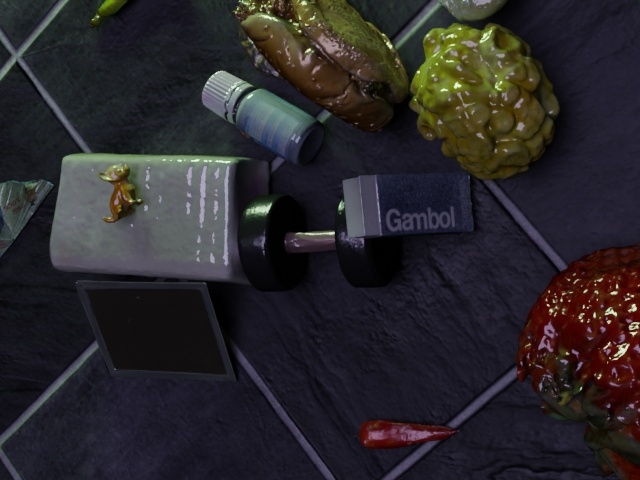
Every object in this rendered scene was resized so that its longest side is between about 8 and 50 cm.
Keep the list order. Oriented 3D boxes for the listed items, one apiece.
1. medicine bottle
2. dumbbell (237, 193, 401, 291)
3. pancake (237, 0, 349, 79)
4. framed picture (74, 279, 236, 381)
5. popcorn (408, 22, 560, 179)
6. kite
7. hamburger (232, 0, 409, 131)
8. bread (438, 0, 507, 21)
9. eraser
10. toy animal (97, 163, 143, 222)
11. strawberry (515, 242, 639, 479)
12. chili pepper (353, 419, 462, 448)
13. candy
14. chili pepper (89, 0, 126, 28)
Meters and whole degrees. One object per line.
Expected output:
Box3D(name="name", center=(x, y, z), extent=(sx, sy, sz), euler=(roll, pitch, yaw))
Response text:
Box3D(name="medicine bottle", center=(-0.093, -0.198, 1.863), extent=(0.203, 0.083, 0.083), euler=(34, 103, 21))
Box3D(name="dumbbell", center=(0.000, 0.000, 1.782), extent=(0.218, 0.152, 0.152), euler=(-3, 89, 24))
Box3D(name="pancake", center=(-0.049, -0.347, 1.878), extent=(0.190, 0.020, 0.184), euler=(40, 106, 18))
Box3D(name="framed picture", center=(-0.269, 0.147, 1.934), extent=(0.252, 0.014, 0.197), euler=(0, 121, 25))
Box3D(name="popcorn", center=(0.226, -0.193, 1.665), extent=(0.181, 0.217, 0.235), euler=(-40, 66, -8))
Box3D(name="kite", center=(-0.622, -0.083, 2.144), extent=(0.335, 0.011, 0.314), euler=(1, 91, 24))
Box3D(name="hamburger", center=(0.008, -0.275, 1.722), extent=(0.286, 0.243, 0.146), euler=(40, 103, -15))
Box3D(name="bread", center=(0.212, -0.445, 1.690), extent=(0.207, 0.056, 0.286), euler=(-44, 50, 8))
Box3D(name="eraser", center=(0.129, -0.051, 1.697), extent=(0.046, 0.212, 0.092), euler=(-8, 86, 53))
Box3D(name="toy animal", center=(-0.319, -0.078, 1.826), extent=(0.081, 0.060, 0.083), euler=(-38, 83, 17))
Box3D(name="strawberry", center=(0.443, 0.128, 1.541), extent=(0.351, 0.267, 0.312), euler=(-40, 67, -6))
Box3D(name="chili pepper", center=(0.129, 0.297, 1.794), extent=(0.178, 0.027, 0.045), euler=(-4, 88, 23))
Box3D(name="candy", center=(-0.260, -0.037, 1.906), extent=(0.358, 0.145, 0.208), euler=(4, 92, 24))
Box3D(name="chili pepper", center=(-0.315, -0.424, 1.991), extent=(0.208, 0.043, 0.049), euler=(-20, 107, 28))
